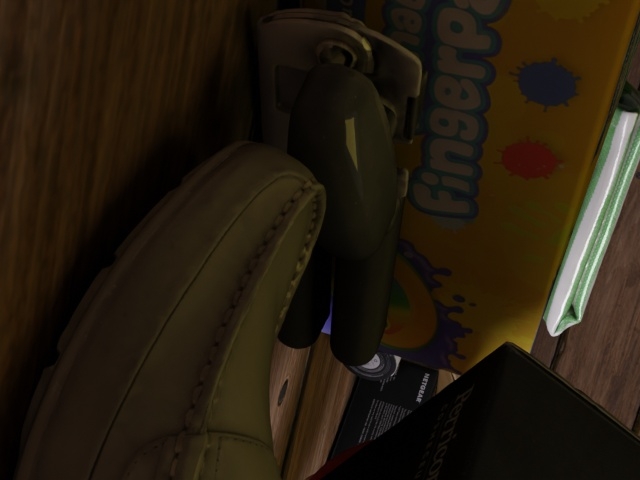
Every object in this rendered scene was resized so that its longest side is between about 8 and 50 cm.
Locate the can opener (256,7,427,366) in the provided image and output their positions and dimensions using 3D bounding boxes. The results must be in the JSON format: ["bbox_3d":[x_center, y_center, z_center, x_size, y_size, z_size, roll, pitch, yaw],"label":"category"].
[{"bbox_3d":[0.000,0.000,0.545,0.283,0.076,0.095,92,17,-56],"label":"can opener"}]

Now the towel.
[{"bbox_3d":[0.195,-0.095,1.024,0.325,0.038,0.247,-116,-151,-53],"label":"towel"}]

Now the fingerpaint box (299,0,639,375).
[{"bbox_3d":[0.122,-0.183,0.640,0.444,0.163,0.371,89,20,-54],"label":"fingerpaint box"}]

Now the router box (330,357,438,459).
[{"bbox_3d":[0.043,0.304,1.146,0.243,0.081,0.308,82,27,-64],"label":"router box"}]

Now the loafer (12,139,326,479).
[{"bbox_3d":[-0.054,0.111,0.358,0.112,0.112,0.319,81,28,-64],"label":"loafer"}]

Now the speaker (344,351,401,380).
[{"bbox_3d":[0.063,0.063,0.977,0.136,0.055,0.055,-61,163,-46],"label":"speaker"}]

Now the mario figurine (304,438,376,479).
[{"bbox_3d":[0.046,0.248,0.745,0.170,0.198,0.320,-63,177,-50],"label":"mario figurine"}]

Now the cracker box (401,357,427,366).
[{"bbox_3d":[0.140,0.141,1.409,0.232,0.067,0.155,88,22,-58],"label":"cracker box"}]

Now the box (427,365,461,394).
[{"bbox_3d":[0.124,0.102,1.138,0.164,0.021,0.201,82,-7,-65],"label":"box"}]

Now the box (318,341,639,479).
[{"bbox_3d":[0.011,0.270,0.430,0.312,0.179,0.343,-45,-169,42],"label":"box"}]
